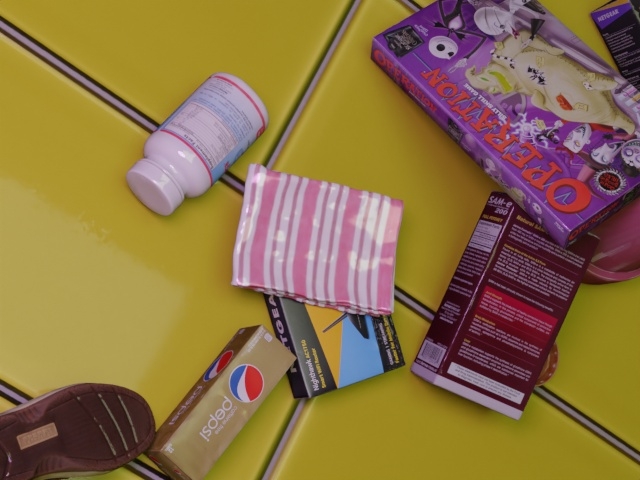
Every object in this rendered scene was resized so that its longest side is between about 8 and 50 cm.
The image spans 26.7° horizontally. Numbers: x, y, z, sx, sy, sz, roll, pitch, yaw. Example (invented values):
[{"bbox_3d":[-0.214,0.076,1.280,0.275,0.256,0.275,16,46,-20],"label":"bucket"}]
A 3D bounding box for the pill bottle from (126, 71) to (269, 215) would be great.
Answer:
[{"bbox_3d":[-0.136,-0.104,1.473,0.087,0.087,0.160,48,64,-13],"label":"pill bottle"}]

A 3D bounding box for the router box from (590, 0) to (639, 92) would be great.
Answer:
[{"bbox_3d":[0.548,-0.276,1.860,0.309,0.081,0.243,-31,96,-28],"label":"router box"}]

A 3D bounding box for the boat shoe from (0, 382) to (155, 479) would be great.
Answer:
[{"bbox_3d":[-0.283,0.200,1.345,0.257,0.095,0.095,-2,75,-50],"label":"boat shoe"}]

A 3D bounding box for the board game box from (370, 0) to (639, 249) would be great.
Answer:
[{"bbox_3d":[0.247,-0.167,1.593,0.208,0.056,0.347,-35,66,-17],"label":"board game box"}]

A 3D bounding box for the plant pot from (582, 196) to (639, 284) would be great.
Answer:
[{"bbox_3d":[0.388,-0.053,1.683,0.201,0.180,0.201,5,78,-26],"label":"plant pot"}]

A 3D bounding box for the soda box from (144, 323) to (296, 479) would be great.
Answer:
[{"bbox_3d":[-0.109,0.177,1.453,0.058,0.061,0.181,45,65,-15],"label":"soda box"}]

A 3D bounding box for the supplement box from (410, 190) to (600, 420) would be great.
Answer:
[{"bbox_3d":[0.219,0.076,1.597,0.130,0.073,0.239,26,89,-22],"label":"supplement box"}]

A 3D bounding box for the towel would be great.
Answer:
[{"bbox_3d":[0.000,0.000,1.506,0.197,0.029,0.144,13,73,-23],"label":"towel"}]

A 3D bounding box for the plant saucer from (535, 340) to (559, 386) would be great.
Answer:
[{"bbox_3d":[0.260,0.141,1.678,0.083,0.013,0.083,5,79,-27],"label":"plant saucer"}]

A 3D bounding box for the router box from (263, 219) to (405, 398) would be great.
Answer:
[{"bbox_3d":[0.010,0.078,1.539,0.133,0.046,0.179,-16,88,-28],"label":"router box"}]
